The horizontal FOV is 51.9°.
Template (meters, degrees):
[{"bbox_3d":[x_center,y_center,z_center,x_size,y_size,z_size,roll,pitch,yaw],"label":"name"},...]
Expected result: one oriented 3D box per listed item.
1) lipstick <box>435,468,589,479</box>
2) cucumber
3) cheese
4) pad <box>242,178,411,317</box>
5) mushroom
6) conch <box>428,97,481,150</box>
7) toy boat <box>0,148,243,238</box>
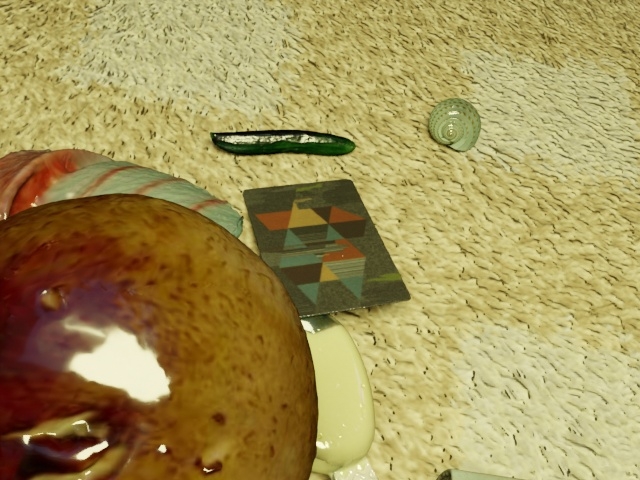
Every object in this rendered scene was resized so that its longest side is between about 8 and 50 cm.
[{"bbox_3d":[0.230,0.257,0.587,0.252,0.079,0.077,8,56,-3],"label":"lipstick"},{"bbox_3d":[-0.045,-0.123,0.819,0.184,0.033,0.036,-1,32,-12],"label":"cucumber"},{"bbox_3d":[0.013,0.187,0.608,0.127,0.054,0.252,-18,62,-22],"label":"cheese"},{"bbox_3d":[0.000,0.000,0.729,0.142,0.003,0.211,-7,43,-16],"label":"pad"},{"bbox_3d":[-0.191,0.149,0.510,0.334,0.356,0.331,18,62,-33],"label":"mushroom"},{"bbox_3d":[0.184,-0.160,0.875,0.076,0.056,0.085,28,55,-7],"label":"conch"},{"bbox_3d":[-0.186,-0.037,0.644,0.282,0.096,0.206,6,20,23],"label":"toy boat"}]
